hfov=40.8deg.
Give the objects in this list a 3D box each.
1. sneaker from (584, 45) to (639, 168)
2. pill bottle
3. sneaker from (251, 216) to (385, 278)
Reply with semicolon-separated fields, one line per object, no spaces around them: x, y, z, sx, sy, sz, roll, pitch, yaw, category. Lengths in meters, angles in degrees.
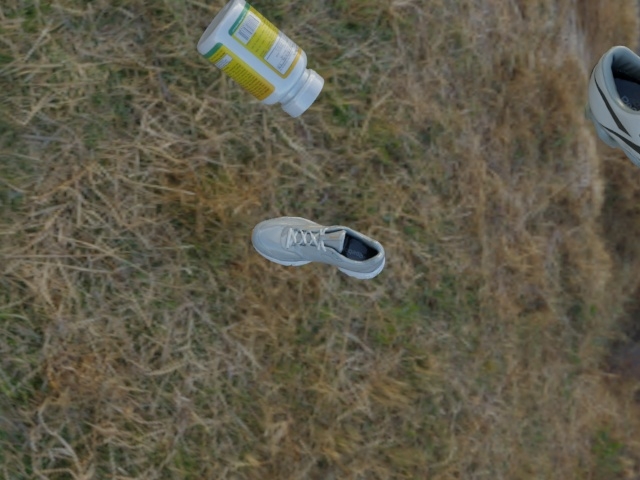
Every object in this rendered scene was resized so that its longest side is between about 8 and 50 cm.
0.456;-0.119;1.044;0.122;0.330;0.146;-46;153;-5;sneaker
-0.098;-0.310;1.485;0.208;0.117;0.117;37;68;-21;pill bottle
0.000;0.000;1.620;0.262;0.121;0.099;10;75;-2;sneaker
